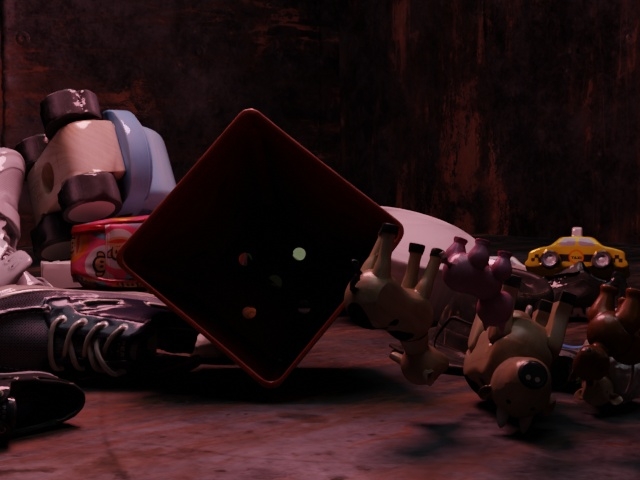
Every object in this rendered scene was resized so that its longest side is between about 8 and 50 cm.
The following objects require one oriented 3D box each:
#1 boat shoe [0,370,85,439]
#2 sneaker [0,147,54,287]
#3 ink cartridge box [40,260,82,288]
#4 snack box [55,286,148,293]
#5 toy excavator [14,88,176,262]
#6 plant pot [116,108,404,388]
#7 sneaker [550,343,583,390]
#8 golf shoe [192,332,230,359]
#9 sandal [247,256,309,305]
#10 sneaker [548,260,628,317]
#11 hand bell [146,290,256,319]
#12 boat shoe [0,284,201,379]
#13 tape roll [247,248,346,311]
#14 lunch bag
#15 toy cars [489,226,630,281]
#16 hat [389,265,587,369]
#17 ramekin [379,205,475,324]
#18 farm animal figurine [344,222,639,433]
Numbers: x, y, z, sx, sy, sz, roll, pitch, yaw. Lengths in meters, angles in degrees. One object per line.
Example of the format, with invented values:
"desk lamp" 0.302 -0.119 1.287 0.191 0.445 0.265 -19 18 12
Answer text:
"boat shoe" -0.345 0.180 1.246 0.076 0.080 0.228 1 -3 34
"sneaker" -0.533 0.012 1.975 0.210 0.366 0.137 9 -29 18
"ink cartridge box" -0.477 0.077 2.441 0.203 0.086 0.148 -1 5 -11
"snack box" -0.376 0.122 2.026 0.187 0.060 0.322 -2 4 -35
"toy excavator" -0.352 -0.079 2.230 0.445 0.222 0.433 -1 -27 -35
"plant pot" -0.072 0.034 1.576 0.267 0.267 0.236 39 -10 11
"sneaker" 0.334 0.164 1.496 0.188 0.067 0.078 2 26 6
"golf shoe" -0.159 0.140 1.769 0.086 0.069 0.176 -6 3 1
"sandal" -0.161 0.066 2.414 0.445 0.107 0.167 2 5 31
"sneaker" 0.435 0.088 2.077 0.234 0.106 0.078 1 4 16
"hand bell" -0.163 0.122 1.915 0.126 0.126 0.242 3 -7 34
"boat shoe" -0.316 0.127 1.548 0.340 0.127 0.158 -5 12 -38
"tape roll" 0.000 0.000 2.276 0.321 0.077 0.321 22 31 -14
"lunch bag" -0.268 0.032 2.002 0.293 0.120 0.258 -1 -9 -1
"toy cars" 0.417 0.044 2.239 0.176 0.087 0.393 16 -20 -30
"hat" 0.253 0.106 1.725 0.331 0.134 0.331 -1 5 0
"ramekin" 0.148 0.046 2.083 0.272 0.127 0.273 12 22 -5
"farm animal figurine" 0.199 0.122 1.314 0.330 0.172 0.327 15 -10 16
